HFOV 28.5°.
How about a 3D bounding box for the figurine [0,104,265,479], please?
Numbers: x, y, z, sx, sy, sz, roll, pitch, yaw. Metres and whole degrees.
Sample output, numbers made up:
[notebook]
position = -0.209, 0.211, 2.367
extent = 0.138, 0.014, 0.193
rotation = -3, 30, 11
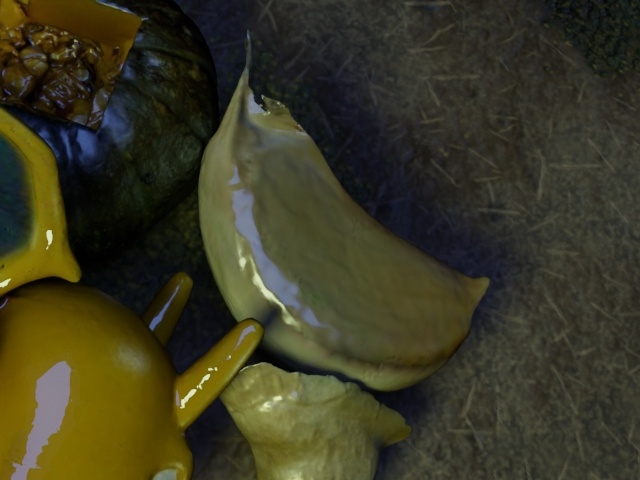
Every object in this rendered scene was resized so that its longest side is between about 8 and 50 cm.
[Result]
[figurine]
position = -0.264, 0.095, 0.949
extent = 0.387, 0.401, 0.268
rotation = 22, 35, -32

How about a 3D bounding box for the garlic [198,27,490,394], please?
[garlic]
position = -0.017, 0.002, 1.131
extent = 0.338, 0.151, 0.196
rotation = 45, 73, -8

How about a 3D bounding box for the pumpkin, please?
[pumpkin]
position = -0.246, -0.123, 1.140
extent = 0.320, 0.192, 0.321
rotation = 5, 67, -12

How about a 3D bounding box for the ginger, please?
[ginger]
position = -0.024, 0.180, 1.077
extent = 0.193, 0.115, 0.123
rotation = 35, 62, -38
